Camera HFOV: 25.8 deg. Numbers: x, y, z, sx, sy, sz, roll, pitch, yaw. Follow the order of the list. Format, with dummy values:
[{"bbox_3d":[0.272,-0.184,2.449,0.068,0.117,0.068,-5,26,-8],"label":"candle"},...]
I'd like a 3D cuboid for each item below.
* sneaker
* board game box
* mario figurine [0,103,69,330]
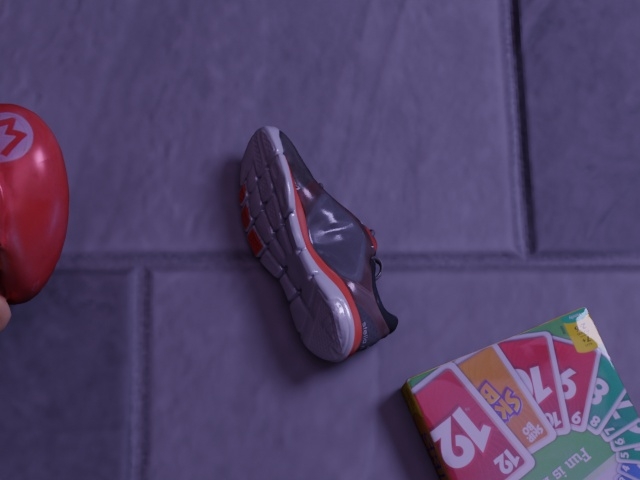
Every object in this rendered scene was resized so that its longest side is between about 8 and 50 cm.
[{"bbox_3d":[0.000,0.000,0.872,0.064,0.061,0.158,-11,72,-35],"label":"sneaker"},{"bbox_3d":[0.156,0.180,0.828,0.124,0.039,0.259,-21,78,-9],"label":"board game box"},{"bbox_3d":[-0.289,0.020,0.772,0.320,0.170,0.198,-33,112,-5],"label":"mario figurine"}]
